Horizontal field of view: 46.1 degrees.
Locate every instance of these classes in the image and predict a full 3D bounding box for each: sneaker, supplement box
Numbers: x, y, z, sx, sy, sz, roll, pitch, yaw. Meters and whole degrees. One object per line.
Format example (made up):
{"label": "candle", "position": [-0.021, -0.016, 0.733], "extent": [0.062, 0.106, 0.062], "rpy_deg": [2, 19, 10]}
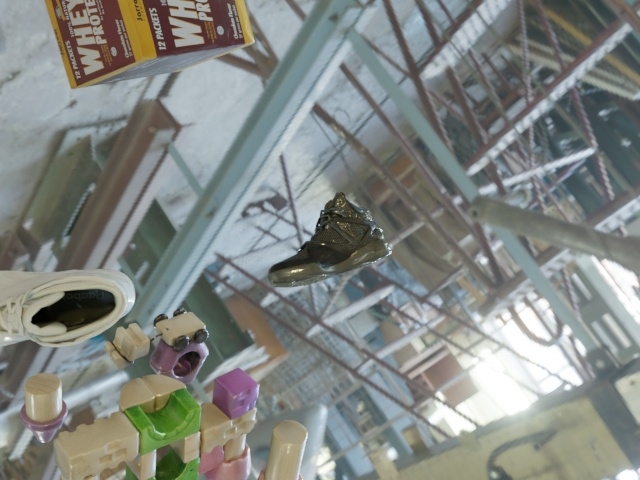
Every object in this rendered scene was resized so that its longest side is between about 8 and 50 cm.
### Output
{"label": "sneaker", "position": [0.000, 0.000, 1.257], "extent": [0.227, 0.130, 0.087], "rpy_deg": [-19, 171, -25]}
{"label": "sneaker", "position": [-0.390, 0.088, 0.960], "extent": [0.293, 0.108, 0.169], "rpy_deg": [-11, -178, -12]}
{"label": "supplement box", "position": [-0.236, -0.304, 1.040], "extent": [0.191, 0.129, 0.194], "rpy_deg": [-5, -166, 44]}

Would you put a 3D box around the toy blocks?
{"label": "toy blocks", "position": [-0.211, 0.301, 0.952], "extent": [0.289, 0.309, 0.260], "rpy_deg": [-16, 129, -38]}
